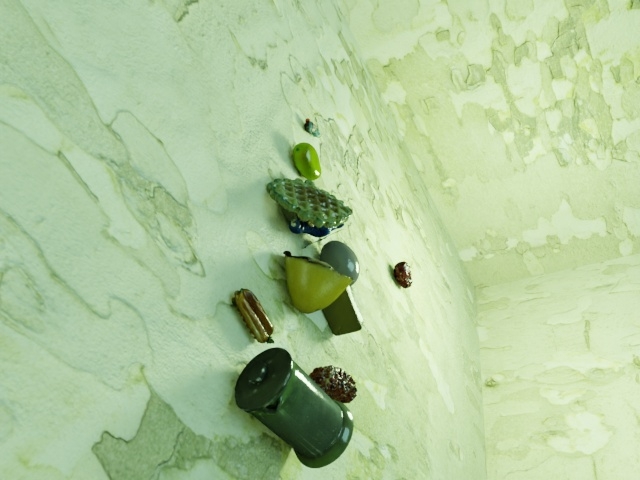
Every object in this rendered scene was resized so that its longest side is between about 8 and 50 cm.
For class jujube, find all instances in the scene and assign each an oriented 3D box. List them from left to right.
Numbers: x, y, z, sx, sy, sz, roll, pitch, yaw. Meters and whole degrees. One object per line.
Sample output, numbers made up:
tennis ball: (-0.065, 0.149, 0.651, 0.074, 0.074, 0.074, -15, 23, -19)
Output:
jujube: (0.445, 0.190, 2.458, 0.104, 0.104, 0.165, -60, 137, -55)

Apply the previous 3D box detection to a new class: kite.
kite: (0.000, 0.000, 1.721, 0.010, 0.183, 0.160, 65, -16, -1)

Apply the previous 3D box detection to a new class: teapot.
teapot: (-0.082, 0.431, 1.264, 0.337, 0.201, 0.270, 53, 7, -30)

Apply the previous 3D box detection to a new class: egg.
egg: (0.072, 0.090, 1.770, 0.146, 0.146, 0.198, 10, 47, -60)

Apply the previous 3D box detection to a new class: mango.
mango: (-0.052, -0.318, 1.847, 0.163, 0.089, 0.117, 64, 29, -16)

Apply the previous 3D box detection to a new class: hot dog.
hot dog: (-0.191, 0.220, 1.309, 0.188, 0.055, 0.072, 64, 31, -16)

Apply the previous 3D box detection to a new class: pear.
pear: (-0.026, 0.160, 1.535, 0.267, 0.267, 0.177, 34, 70, -50)

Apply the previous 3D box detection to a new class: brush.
brush: (0.074, 0.252, 1.705, 0.197, 0.123, 0.059, 68, 24, -11)

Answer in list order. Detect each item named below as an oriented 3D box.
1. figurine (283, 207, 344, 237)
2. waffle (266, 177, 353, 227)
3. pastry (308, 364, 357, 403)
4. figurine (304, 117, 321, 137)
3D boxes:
figurine: (-0.031, -0.064, 1.713, 0.263, 0.120, 0.164, -3, 40, -44)
waffle: (-0.036, -0.140, 1.649, 0.292, 0.056, 0.309, 35, 28, 19)
pastry: (0.046, 0.486, 1.539, 0.208, 0.115, 0.097, 38, 30, -45)
figurine: (-0.034, -0.497, 2.033, 0.106, 0.047, 0.059, 27, 60, -57)
